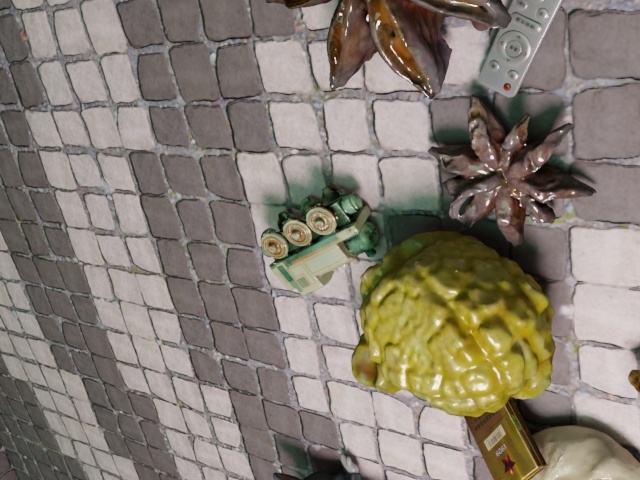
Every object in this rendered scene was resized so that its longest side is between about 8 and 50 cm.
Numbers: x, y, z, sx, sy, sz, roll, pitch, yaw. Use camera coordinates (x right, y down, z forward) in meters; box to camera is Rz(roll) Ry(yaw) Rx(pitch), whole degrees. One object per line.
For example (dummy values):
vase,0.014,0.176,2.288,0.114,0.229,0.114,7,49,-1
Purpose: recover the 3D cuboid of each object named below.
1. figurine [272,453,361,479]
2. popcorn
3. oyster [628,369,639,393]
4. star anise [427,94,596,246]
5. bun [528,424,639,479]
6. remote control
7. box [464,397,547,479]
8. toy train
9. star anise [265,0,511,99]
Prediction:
figurine,0.058,0.504,1.203,0.265,0.140,0.193,27,152,49
popcorn,0.155,0.099,0.871,0.286,0.173,0.225,0,106,45
oyster,0.535,0.218,0.731,0.361,0.096,0.221,32,124,12
star anise,0.216,-0.081,0.786,0.182,0.065,0.195,-20,102,41
bun,0.354,0.346,0.922,0.183,0.102,0.183,18,128,24
remote control,0.225,-0.240,0.713,0.050,0.027,0.184,34,135,16
box,0.257,0.280,0.952,0.090,0.023,0.133,-65,36,40
toy train,0.000,0.000,0.982,0.194,0.081,0.125,-26,110,39
star anise,0.069,-0.309,0.721,0.331,0.117,0.332,25,132,31
